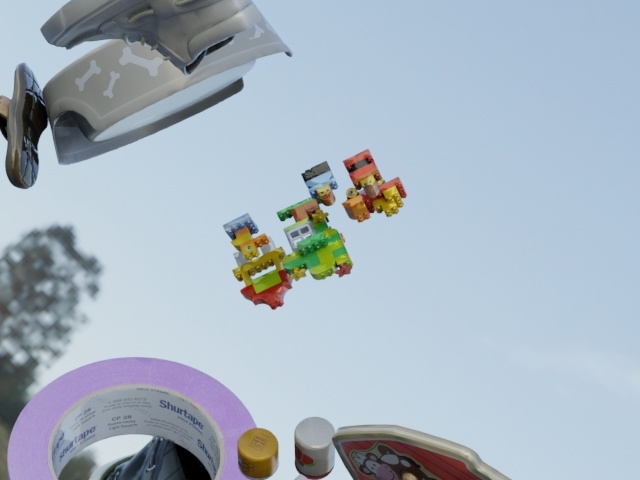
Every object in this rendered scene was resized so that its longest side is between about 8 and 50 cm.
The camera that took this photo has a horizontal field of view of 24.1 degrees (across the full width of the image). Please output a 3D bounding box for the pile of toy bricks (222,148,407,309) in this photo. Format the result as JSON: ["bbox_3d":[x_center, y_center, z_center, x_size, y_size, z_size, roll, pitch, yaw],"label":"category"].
[{"bbox_3d":[0.000,0.000,1.618,0.105,0.212,0.118,66,4,31],"label":"pile of toy bricks"}]

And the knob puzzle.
[{"bbox_3d":[0.090,0.213,1.209,0.213,0.030,0.213,25,-31,16],"label":"knob puzzle"}]

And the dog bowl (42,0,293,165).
[{"bbox_3d":[-0.213,-0.219,2.002,0.102,0.349,0.349,65,-21,0],"label":"dog bowl"}]

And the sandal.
[{"bbox_3d":[-0.397,-0.150,1.950,0.090,0.060,0.219,72,11,-49],"label":"sandal"}]

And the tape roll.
[{"bbox_3d":[-0.202,0.258,1.642,0.275,0.275,0.090,36,-40,25],"label":"tape roll"}]

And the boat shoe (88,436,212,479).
[{"bbox_3d":[-0.168,0.282,1.947,0.113,0.340,0.127,-14,-87,28],"label":"boat shoe"}]

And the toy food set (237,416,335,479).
[{"bbox_3d":[0.025,0.262,1.410,0.232,0.111,0.104,32,-36,27],"label":"toy food set"}]

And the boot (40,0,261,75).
[{"bbox_3d":[-0.172,-0.212,1.491,0.258,0.095,0.123,-20,-74,46],"label":"boot"}]
